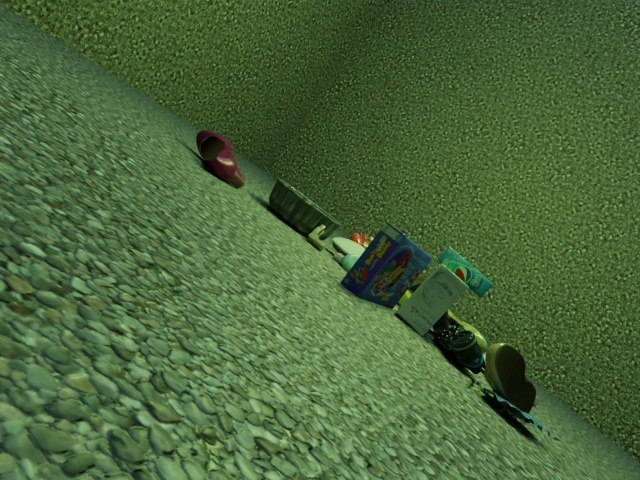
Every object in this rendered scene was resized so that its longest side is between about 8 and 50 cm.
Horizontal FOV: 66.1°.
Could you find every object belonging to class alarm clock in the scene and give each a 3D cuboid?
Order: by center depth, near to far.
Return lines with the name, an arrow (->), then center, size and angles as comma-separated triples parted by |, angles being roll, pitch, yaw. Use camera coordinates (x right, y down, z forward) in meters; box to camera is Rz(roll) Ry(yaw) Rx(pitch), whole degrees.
alarm clock -> 0.470, 0.285, 1.924 | 0.064, 0.192, 0.129 | -9, -10, 18

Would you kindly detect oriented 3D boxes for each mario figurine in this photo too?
mario figurine -> 0.283, 0.067, 2.488 | 0.320, 0.198, 0.170 | 42, 46, -12

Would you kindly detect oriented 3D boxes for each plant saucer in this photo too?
plant saucer -> 0.138, 0.091, 1.880 | 0.119, 0.021, 0.119 | 17, 38, -14

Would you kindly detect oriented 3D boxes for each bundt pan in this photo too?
bundt pan -> -0.080, -0.114, 2.031 | 0.331, 0.124, 0.331 | 37, 4, -3

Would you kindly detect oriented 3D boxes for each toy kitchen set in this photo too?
toy kitchen set -> 0.000, 0.000, 1.889 | 0.075, 0.083, 0.068 | 39, -36, 18

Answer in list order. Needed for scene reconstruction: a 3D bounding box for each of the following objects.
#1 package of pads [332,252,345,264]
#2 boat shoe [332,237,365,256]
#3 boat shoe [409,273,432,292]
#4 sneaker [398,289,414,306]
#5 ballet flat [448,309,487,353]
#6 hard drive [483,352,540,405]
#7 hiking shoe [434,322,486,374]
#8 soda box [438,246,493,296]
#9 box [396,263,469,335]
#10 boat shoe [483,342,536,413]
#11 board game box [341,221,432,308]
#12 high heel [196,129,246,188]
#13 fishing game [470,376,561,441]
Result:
package of pads -> 0.081, 0.073, 1.939 | 0.050, 0.032, 0.083 | 42, 6, 15
boat shoe -> 0.160, 0.097, 2.006 | 0.319, 0.099, 0.116 | 35, 31, 29
boat shoe -> 0.429, 0.224, 2.065 | 0.342, 0.123, 0.123 | 121, -48, -69
sneaker -> 0.310, 0.215, 2.027 | 0.094, 0.081, 0.208 | 22, 7, -25
ballet flat -> 0.536, 0.368, 2.013 | 0.123, 0.123, 0.348 | 34, 6, -25
hard drive -> 0.750, 0.553, 2.071 | 0.210, 0.040, 0.319 | 33, 6, -36
hiking shoe -> 0.465, 0.366, 1.652 | 0.132, 0.113, 0.304 | 64, 4, 3
soda box -> 0.541, 0.119, 1.844 | 0.210, 0.067, 0.071 | 43, 4, 18
box -> 0.396, 0.204, 1.748 | 0.127, 0.231, 0.262 | 43, 6, 13
boat shoe -> 0.536, 0.406, 1.452 | 0.110, 0.121, 0.341 | 15, -31, 46
board game box -> 0.229, 0.094, 1.617 | 0.078, 0.233, 0.347 | 40, 6, 28
high heel -> -0.414, -0.356, 1.878 | 0.377, 0.127, 0.181 | 45, -2, 35
fishing game -> 0.520, 0.465, 1.345 | 0.264, 0.041, 0.189 | 33, -5, 26
